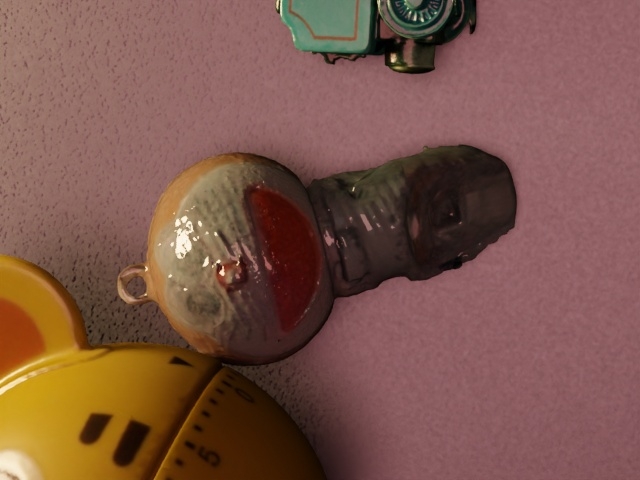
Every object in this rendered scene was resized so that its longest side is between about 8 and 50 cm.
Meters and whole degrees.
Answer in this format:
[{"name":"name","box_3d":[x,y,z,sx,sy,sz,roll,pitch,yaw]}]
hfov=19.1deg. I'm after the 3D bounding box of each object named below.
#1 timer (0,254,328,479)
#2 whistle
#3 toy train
[{"name":"timer","box_3d":[-0.191,0.236,1.519,0.387,0.376,0.376,25,97,2]},{"name":"whistle","box_3d":[0.000,0.000,1.578,0.347,0.189,0.189,-14,93,-3]},{"name":"toy train","box_3d":[0.046,-0.242,1.575,0.163,0.112,0.203,4,93,12]}]
